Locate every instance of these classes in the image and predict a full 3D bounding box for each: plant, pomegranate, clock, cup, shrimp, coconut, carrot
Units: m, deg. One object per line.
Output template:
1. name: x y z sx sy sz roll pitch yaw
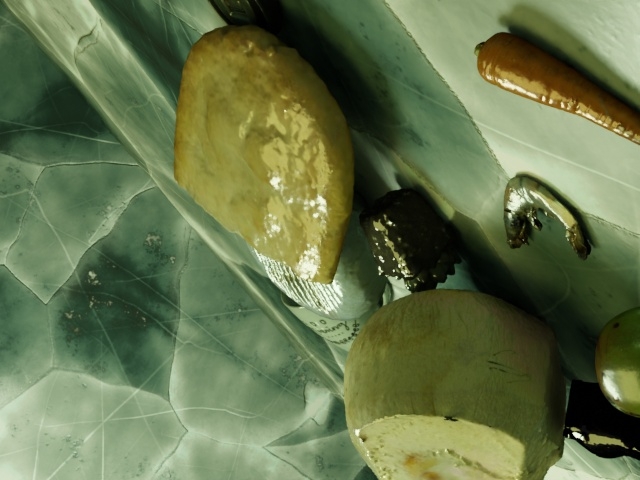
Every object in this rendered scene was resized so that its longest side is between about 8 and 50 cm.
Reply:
1. plant: 0.162 0.009 1.545 0.194 0.129 0.132 55 163 -16
2. pomegranate: 0.453 0.157 1.136 0.205 0.159 0.159 -21 113 47
3. clock: -0.136 -0.409 1.467 0.184 0.040 0.184 41 164 14
4. cup: 0.072 0.149 2.100 0.258 0.186 0.234 -13 132 41
5. shrimp: 0.323 -0.010 1.262 0.148 0.035 0.195 37 160 26
6. coconut: 0.229 0.254 1.522 0.404 0.404 0.404 43 164 15
7. carrot: 0.274 -0.163 0.972 0.257 0.061 0.061 36 161 26

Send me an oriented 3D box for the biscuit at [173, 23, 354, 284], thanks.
1. biscuit: -0.106 -0.149 1.518 0.429 0.104 0.446 44 142 24

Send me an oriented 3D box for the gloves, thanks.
1. gloves: 0.507 0.294 1.303 0.301 0.152 0.197 30 -173 18

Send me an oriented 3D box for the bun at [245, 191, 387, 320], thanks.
1. bun: 0.000 0.000 1.784 0.362 0.211 0.362 43 155 26
